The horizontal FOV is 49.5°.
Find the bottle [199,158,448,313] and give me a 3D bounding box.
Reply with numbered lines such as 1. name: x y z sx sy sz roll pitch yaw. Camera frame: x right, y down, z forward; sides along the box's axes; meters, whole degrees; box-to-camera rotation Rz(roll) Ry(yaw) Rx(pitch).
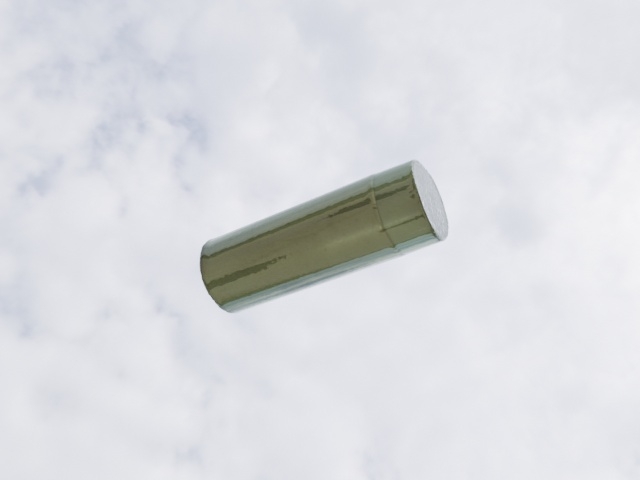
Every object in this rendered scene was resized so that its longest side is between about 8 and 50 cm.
1. bottle: 0.000 0.000 0.577 0.202 0.072 0.072 -20 -89 24
